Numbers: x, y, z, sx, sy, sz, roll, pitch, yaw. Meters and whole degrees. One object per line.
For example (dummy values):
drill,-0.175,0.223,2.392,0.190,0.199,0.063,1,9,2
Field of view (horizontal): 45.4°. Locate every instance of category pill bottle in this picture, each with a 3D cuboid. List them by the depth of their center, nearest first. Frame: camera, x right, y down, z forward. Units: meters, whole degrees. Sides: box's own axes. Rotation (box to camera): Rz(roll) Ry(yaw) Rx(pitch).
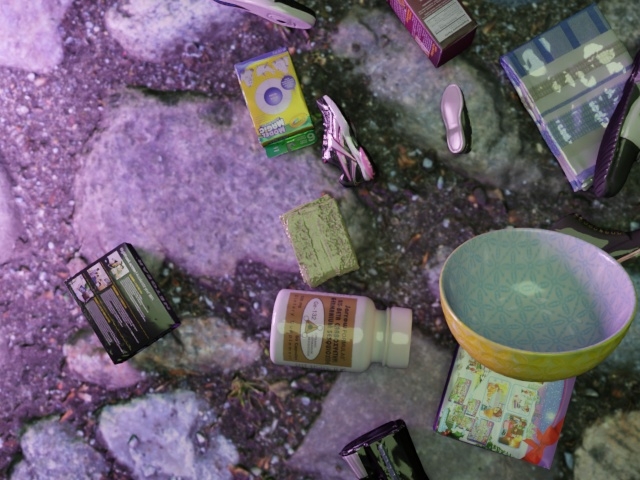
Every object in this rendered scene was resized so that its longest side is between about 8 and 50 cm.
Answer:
pill bottle,0.037,0.156,1.297,0.229,0.131,0.131,5,86,5

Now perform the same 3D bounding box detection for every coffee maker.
coffee maker,0.143,0.397,1.290,0.171,0.120,0.178,-22,85,-21

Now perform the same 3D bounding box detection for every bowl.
bowl,0.325,0.126,1.189,0.289,0.289,0.156,0,128,5

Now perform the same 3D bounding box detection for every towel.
towel,0.469,-0.253,1.343,0.209,0.034,0.285,-29,84,1
towel,0.000,0.000,1.364,0.110,0.027,0.148,-22,83,2

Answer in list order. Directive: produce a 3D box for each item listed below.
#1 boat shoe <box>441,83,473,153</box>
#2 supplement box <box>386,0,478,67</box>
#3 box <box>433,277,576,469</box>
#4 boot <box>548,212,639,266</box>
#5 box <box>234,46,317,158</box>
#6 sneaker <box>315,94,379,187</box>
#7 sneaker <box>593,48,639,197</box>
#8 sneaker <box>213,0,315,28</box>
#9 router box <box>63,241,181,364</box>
boat shoe,0.246,-0.214,1.356,0.046,0.038,0.125,-18,75,45
supplement box,0.186,-0.411,1.342,0.080,0.104,0.188,-35,84,1
box,0.329,0.215,1.306,0.200,0.057,0.293,17,87,7
boot,0.488,-0.015,1.306,0.198,0.077,0.137,-34,79,0
box,-0.079,-0.247,1.382,0.105,0.043,0.179,-19,86,3
sneaker,0.029,-0.173,1.356,0.077,0.072,0.178,-30,78,12
sneaker,0.560,-0.206,1.254,0.146,0.122,0.331,25,85,8
sneaker,-0.096,-0.470,1.381,0.216,0.079,0.121,20,89,7
router box,-0.355,0.112,1.374,0.133,0.046,0.179,-33,84,1
